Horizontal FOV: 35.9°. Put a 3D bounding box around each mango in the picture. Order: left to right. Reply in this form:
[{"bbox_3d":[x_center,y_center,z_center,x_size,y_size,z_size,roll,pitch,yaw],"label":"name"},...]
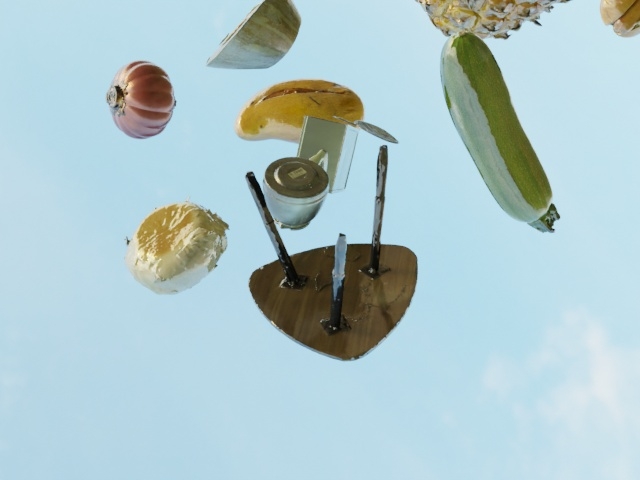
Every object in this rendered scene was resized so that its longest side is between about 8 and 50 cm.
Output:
[{"bbox_3d":[-0.046,-0.288,2.204,0.295,0.120,0.177,0,-130,-5],"label":"mango"}]

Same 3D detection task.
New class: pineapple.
[{"bbox_3d":[0.344,-0.584,2.038,0.352,0.300,0.352,25,-124,-44],"label":"pineapple"}]

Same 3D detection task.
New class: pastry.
[{"bbox_3d":[-0.217,0.011,1.488,0.088,0.166,0.165,54,-155,-43],"label":"pastry"}]

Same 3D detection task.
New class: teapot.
[{"bbox_3d":[-0.044,-0.084,1.676,0.111,0.108,0.149,5,-138,-5],"label":"teapot"}]

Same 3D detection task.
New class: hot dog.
[{"bbox_3d":[0.522,-0.413,1.480,0.100,0.249,0.068,35,-172,-29],"label":"hot dog"}]

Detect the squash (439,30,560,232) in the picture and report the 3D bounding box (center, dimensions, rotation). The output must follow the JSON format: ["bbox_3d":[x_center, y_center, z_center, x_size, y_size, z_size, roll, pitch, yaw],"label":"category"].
[{"bbox_3d":[0.183,-0.108,1.030,0.258,0.069,0.069,59,-149,-30],"label":"squash"}]

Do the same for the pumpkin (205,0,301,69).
[{"bbox_3d":[-0.117,-0.398,1.934,0.110,0.217,0.217,36,-140,-15],"label":"pumpkin"}]

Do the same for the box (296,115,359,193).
[{"bbox_3d":[0.010,-0.163,1.890,0.086,0.129,0.225,13,-174,6],"label":"box"}]

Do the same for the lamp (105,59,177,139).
[{"bbox_3d":[-0.243,-0.191,1.341,0.092,0.107,0.107,1,-126,-40],"label":"lamp"}]

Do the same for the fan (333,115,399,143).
[{"bbox_3d":[0.057,-0.122,1.102,0.060,0.003,0.080,35,-160,32],"label":"fan"}]

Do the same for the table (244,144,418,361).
[{"bbox_3d":[0.000,0.000,1.709,0.317,0.249,0.317,-4,-142,3],"label":"table"}]
